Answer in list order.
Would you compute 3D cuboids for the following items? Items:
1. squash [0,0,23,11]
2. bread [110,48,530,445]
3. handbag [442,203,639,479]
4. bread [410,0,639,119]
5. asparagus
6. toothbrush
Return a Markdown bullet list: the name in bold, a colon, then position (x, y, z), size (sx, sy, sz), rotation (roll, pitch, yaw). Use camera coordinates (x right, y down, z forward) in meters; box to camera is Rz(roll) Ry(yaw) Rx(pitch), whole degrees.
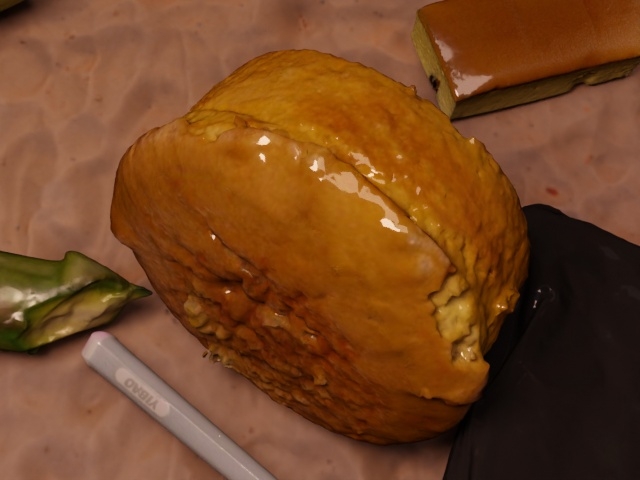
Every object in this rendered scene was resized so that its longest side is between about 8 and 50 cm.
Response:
- **squash**: position (-0.323, -0.181, 1.075), size (0.247, 0.132, 0.132), rotation (-28, 71, -18)
- **bread**: position (0.000, 0.000, 0.970), size (0.268, 0.268, 0.145), rotation (33, 59, 8)
- **handbag**: position (0.178, 0.125, 1.019), size (0.192, 0.075, 0.332), rotation (24, 54, -10)
- **bread**: position (0.183, -0.156, 1.188), size (0.226, 0.049, 0.088), rotation (-14, 67, -17)
- **asparagus**: position (-0.282, 0.020, 1.008), size (0.343, 0.082, 0.085), rotation (15, 49, -4)
- **toothbrush**: position (-0.027, 0.160, 0.963), size (0.342, 0.030, 0.025), rotation (38, 101, 26)
